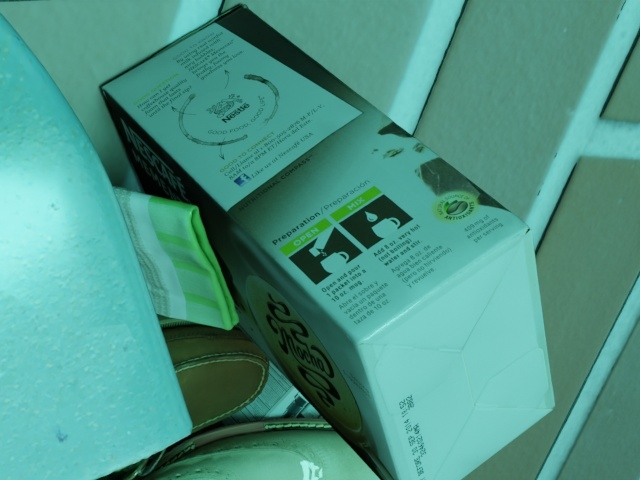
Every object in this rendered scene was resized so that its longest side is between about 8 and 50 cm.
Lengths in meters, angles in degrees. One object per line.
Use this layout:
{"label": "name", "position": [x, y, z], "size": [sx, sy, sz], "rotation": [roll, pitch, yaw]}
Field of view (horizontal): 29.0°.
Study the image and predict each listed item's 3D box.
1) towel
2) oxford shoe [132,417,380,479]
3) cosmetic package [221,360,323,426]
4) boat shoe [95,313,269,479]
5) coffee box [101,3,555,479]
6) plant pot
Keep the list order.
{"label": "towel", "position": [-0.132, 0.007, 0.786], "size": [0.023, 0.152, 0.113], "rotation": [-60, 149, -33]}
{"label": "oxford shoe", "position": [-0.105, 0.233, 0.898], "size": [0.397, 0.146, 0.141], "rotation": [-17, 98, -21]}
{"label": "cosmetic package", "position": [0.009, 0.173, 1.096], "size": [0.099, 0.060, 0.239], "rotation": [-46, 139, -1]}
{"label": "boat shoe", "position": [-0.154, 0.132, 0.890], "size": [0.307, 0.104, 0.111], "rotation": [-10, 126, -36]}
{"label": "coffee box", "position": [0.000, 0.000, 0.774], "size": [0.119, 0.297, 0.168], "rotation": [-33, 138, -15]}
{"label": "plant pot", "position": [-0.243, -0.010, 0.616], "size": [0.247, 0.247, 0.252], "rotation": [-20, 114, -28]}
